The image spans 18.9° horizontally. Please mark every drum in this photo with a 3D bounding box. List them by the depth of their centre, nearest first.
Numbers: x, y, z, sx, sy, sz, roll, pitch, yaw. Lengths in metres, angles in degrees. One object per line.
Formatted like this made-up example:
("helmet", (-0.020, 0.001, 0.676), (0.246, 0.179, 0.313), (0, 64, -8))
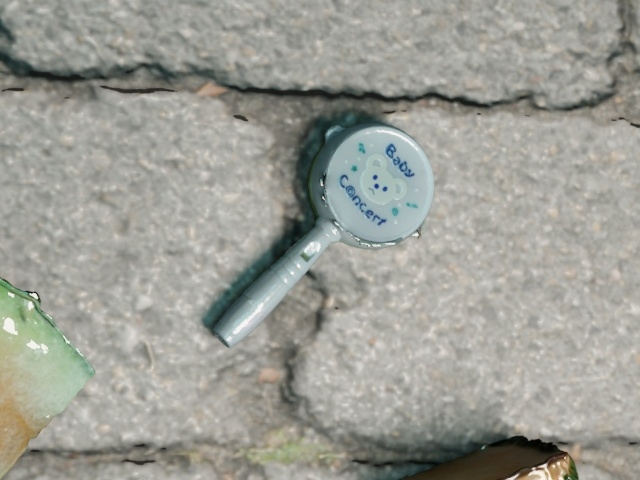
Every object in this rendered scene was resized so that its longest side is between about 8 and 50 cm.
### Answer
("drum", (-0.010, -0.018, 1.743), (0.253, 0.049, 0.130), (-30, 98, -18))

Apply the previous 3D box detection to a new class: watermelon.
("watermelon", (-0.368, 0.116, 1.566), (0.264, 0.151, 0.302), (34, 95, -26))

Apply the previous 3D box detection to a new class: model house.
("model house", (0.160, 0.282, 1.721), (0.166, 0.183, 0.172), (-17, 92, -17))
